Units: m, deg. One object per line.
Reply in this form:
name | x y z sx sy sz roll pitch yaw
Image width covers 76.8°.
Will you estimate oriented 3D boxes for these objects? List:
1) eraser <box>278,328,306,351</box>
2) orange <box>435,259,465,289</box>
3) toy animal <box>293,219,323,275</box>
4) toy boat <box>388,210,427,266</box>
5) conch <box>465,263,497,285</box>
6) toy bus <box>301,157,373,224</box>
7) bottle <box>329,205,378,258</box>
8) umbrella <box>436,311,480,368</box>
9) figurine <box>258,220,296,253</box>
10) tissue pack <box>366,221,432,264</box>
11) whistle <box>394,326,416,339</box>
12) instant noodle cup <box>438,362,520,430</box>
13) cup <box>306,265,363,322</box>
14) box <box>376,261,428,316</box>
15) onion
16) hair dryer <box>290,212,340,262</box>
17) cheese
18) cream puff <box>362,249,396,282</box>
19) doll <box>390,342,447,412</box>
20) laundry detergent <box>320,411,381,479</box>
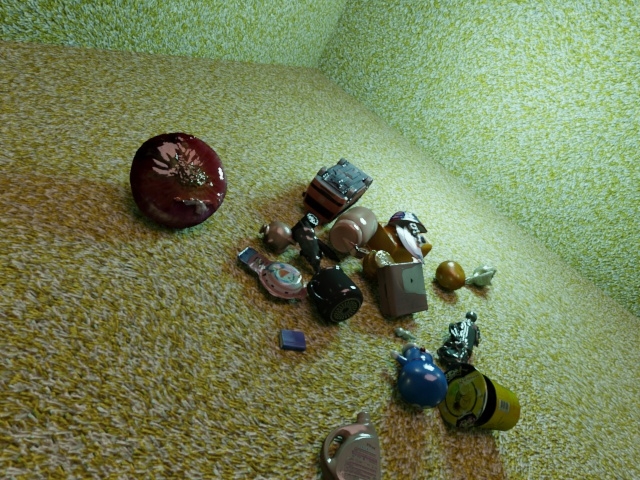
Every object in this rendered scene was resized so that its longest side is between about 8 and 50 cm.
eraser | -0.092 0.327 1.319 0.085 0.027 0.063 14 40 -26
orange | 0.644 0.175 2.007 0.156 0.124 0.156 29 42 -31
toy animal | -0.040 0.045 1.616 0.137 0.082 0.269 -143 -147 -79
toy boat | 0.404 -0.020 1.879 0.219 0.072 0.318 31 44 -7
conch | 0.875 0.200 2.161 0.234 0.137 0.114 -32 95 -44
toy bus | 0.086 -0.247 2.001 0.203 0.232 0.427 38 32 8
bottle | 0.155 -0.034 1.800 0.206 0.173 0.297 51 24 2
umbrella | 0.592 0.416 1.689 0.143 0.094 0.349 52 40 -5
figurine | -0.171 -0.015 1.610 0.138 0.125 0.125 31 32 -26
tissue pack | 0.381 0.012 1.985 0.275 0.145 0.194 0 44 -39
whistle | 0.334 0.371 1.596 0.100 0.035 0.035 26 35 -12
instant noodle cup | 0.563 0.562 1.409 0.236 0.215 0.215 26 34 -22
cup | 0.036 0.186 1.461 0.223 0.169 0.176 21 28 -41
box | 0.341 0.202 1.683 0.215 0.086 0.214 -2 82 -39
onion | -0.525 -0.212 1.478 0.348 0.286 0.346 4 83 -33
hair dryer | 0.000 0.000 1.729 0.256 0.128 0.070 39 33 -10
cheese | -0.170 0.121 1.473 0.286 0.074 0.189 35 33 5
cream puff | 0.252 0.118 1.767 0.165 0.115 0.150 52 44 -2
doll | 0.339 0.467 1.400 0.216 0.161 0.257 20 18 4
laundry detergent | 0.083 0.574 1.108 0.172 0.076 0.237 24 35 -11
